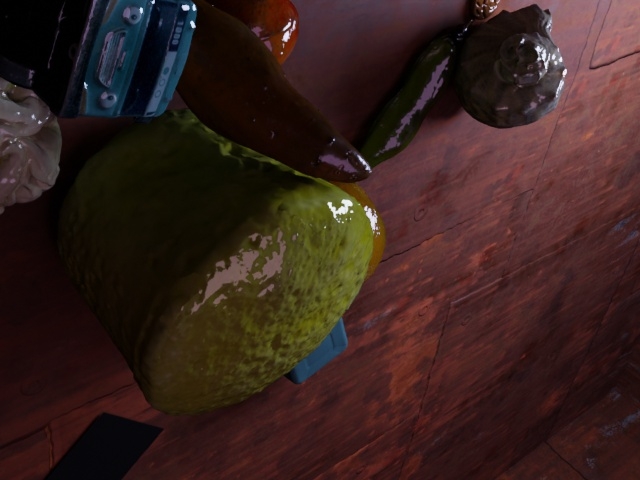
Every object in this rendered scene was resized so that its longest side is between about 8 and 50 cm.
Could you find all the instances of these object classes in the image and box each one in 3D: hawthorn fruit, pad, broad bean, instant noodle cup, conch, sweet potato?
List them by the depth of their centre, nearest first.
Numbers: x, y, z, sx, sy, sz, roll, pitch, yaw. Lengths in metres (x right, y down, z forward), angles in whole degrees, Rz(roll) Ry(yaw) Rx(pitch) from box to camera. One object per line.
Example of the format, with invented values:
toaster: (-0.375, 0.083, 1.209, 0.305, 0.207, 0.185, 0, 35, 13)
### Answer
sweet potato: (-0.098, -0.176, 0.875, 0.112, 0.359, 0.112, -41, -175, 4)
hawthorn fruit: (-0.087, -0.262, 0.952, 0.128, 0.128, 0.128, -29, 140, -27)
broad bean: (0.144, -0.217, 1.291, 0.077, 0.061, 0.339, 25, 102, -47)
conch: (0.294, -0.282, 1.307, 0.159, 0.291, 0.210, 2, 83, -13)
pad: (-0.392, 0.397, 1.326, 0.245, 0.006, 0.170, -49, 147, 1)
instant noodle cup: (-0.023, 0.190, 1.487, 0.179, 0.070, 0.157, -34, 141, -19)

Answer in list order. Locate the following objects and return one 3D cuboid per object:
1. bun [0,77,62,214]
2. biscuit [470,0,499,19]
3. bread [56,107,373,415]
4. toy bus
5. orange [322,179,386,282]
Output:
bun: (-0.361, -0.098, 0.781, 0.229, 0.145, 0.229, -32, 142, -29)
biscuit: (0.283, -0.411, 1.302, 0.078, 0.015, 0.091, -21, 137, -34)
bread: (-0.139, 0.021, 0.982, 0.348, 0.308, 0.348, -40, 154, -24)
toy bus: (-0.232, -0.213, 0.714, 0.147, 0.256, 0.128, -5, 126, -49)
orange: (0.000, 0.000, 1.230, 0.206, 0.206, 0.206, -29, 140, -27)
